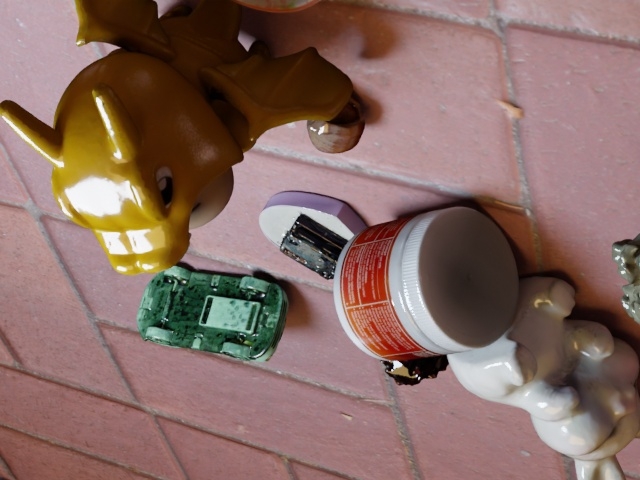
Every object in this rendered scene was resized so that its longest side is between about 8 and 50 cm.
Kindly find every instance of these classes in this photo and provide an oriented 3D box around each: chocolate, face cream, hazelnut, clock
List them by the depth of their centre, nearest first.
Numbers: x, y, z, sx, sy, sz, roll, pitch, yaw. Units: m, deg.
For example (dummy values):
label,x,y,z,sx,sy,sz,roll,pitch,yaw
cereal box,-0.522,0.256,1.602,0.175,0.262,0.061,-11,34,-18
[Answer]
label,x,y,z,sx,sy,sz,roll,pitch,yaw
hazelnut,0.019,-0.157,2.024,0.086,0.086,0.086,21,149,14
face cream,0.146,0.064,2.125,0.201,0.201,0.187,44,147,-24
clock,0.000,0.000,2.293,0.198,0.064,0.172,30,151,-4
chocolate,0.143,0.169,2.360,0.156,0.133,0.156,22,147,15

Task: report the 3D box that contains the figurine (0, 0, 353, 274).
label,x,y,z,sx,sy,sz,roll,pitch,yaw
figurine,-0.211,-0.187,1.883,0.401,0.387,0.268,39,134,-9

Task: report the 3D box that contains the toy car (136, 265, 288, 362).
label,x,y,z,sx,sy,sz,roll,pitch,yaw
toy car,-0.173,0.132,2.580,0.305,0.136,0.125,5,163,38

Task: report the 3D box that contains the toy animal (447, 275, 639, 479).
label,x,y,z,sx,sy,sz,roll,pitch,yaw
toy animal,0.353,0.225,2.211,0.367,0.196,0.241,39,156,-14

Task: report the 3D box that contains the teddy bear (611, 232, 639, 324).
label,x,y,z,sx,sy,sz,roll,pitch,yaw
teddy bear,0.500,0.056,1.839,0.357,0.225,0.367,20,178,-20

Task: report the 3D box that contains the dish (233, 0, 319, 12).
label,x,y,z,sx,sy,sz,roll,pitch,yaw
dish,-0.079,-0.390,1.750,0.260,0.085,0.260,23,148,15
